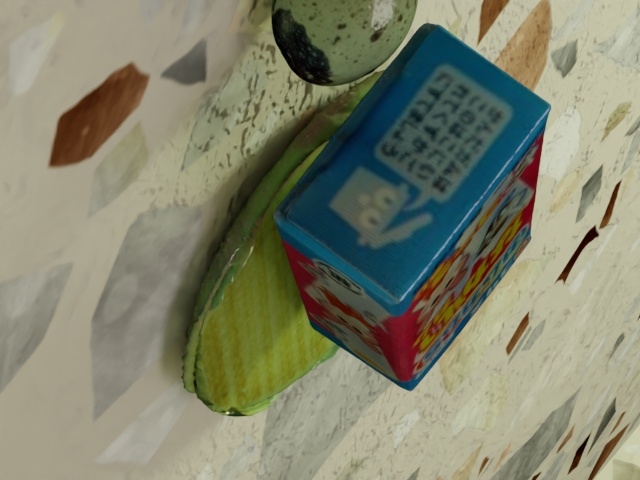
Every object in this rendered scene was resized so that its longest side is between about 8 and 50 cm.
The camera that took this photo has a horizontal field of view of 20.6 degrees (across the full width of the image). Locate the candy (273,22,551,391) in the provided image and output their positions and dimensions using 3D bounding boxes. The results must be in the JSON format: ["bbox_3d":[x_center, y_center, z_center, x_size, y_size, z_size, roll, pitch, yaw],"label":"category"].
[{"bbox_3d":[0.065,-0.009,1.164,0.157,0.100,0.306,-52,168,-10],"label":"candy"}]

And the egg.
[{"bbox_3d":[0.012,-0.139,1.043,0.085,0.085,0.110,-33,163,-49],"label":"egg"}]

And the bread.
[{"bbox_3d":[-0.003,0.005,1.289,0.301,0.045,0.301,-45,156,-27],"label":"bread"}]
